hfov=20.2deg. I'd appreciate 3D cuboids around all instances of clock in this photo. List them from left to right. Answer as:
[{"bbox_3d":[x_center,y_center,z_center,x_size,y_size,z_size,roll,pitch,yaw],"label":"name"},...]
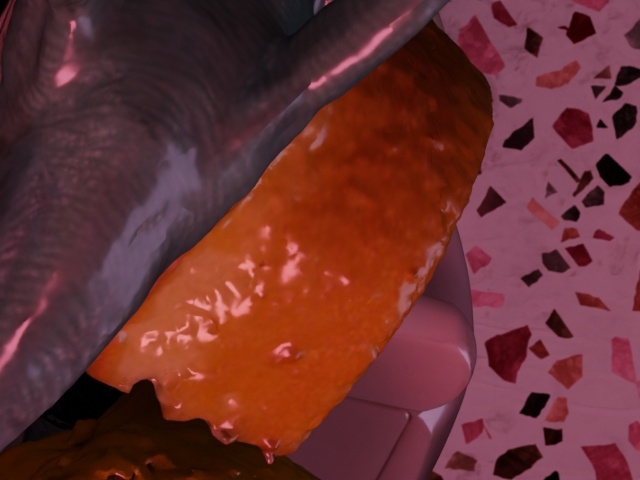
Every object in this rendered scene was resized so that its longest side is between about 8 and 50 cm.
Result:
[{"bbox_3d":[-0.026,0.026,1.063,0.326,0.184,0.342,-93,-154,-46],"label":"clock"}]

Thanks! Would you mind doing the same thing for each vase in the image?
[{"bbox_3d":[-0.147,0.129,0.979,0.059,0.059,0.167,-67,-179,-46],"label":"vase"}]

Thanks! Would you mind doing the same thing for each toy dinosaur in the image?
[{"bbox_3d":[-0.066,-0.030,0.560,0.331,0.129,0.383,-53,-172,32],"label":"toy dinosaur"}]

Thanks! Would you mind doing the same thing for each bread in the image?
[{"bbox_3d":[-0.010,-0.038,0.691,0.139,0.143,0.229,-41,-157,32],"label":"bread"}]

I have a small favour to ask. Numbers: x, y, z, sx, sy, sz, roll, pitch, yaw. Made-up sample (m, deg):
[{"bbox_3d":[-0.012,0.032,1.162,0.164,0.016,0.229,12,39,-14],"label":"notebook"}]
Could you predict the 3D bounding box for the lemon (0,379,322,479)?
[{"bbox_3d":[-0.075,0.206,0.717,0.245,0.245,0.319,116,-22,-80],"label":"lemon"}]
